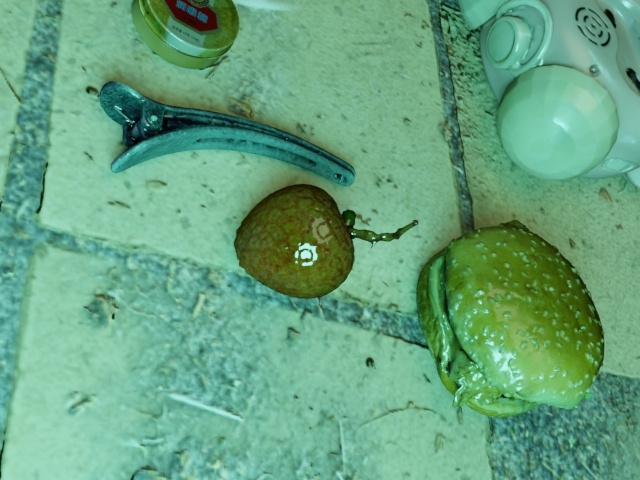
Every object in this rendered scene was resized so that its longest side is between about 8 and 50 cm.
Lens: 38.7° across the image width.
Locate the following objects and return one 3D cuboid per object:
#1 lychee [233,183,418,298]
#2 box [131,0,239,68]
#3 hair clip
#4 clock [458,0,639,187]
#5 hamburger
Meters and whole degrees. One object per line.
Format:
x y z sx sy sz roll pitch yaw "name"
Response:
-0.005 0.004 0.813 0.140 0.114 0.101 13 101 -12 "lychee"
-0.132 -0.221 0.897 0.105 0.037 0.105 19 54 -29 "box"
-0.074 -0.092 0.863 0.275 0.048 0.083 4 59 -38 "hair clip"
0.343 -0.230 1.188 0.325 0.184 0.342 4 58 -31 "clock"
0.194 0.070 0.924 0.189 0.122 0.215 13 56 -30 "hamburger"
